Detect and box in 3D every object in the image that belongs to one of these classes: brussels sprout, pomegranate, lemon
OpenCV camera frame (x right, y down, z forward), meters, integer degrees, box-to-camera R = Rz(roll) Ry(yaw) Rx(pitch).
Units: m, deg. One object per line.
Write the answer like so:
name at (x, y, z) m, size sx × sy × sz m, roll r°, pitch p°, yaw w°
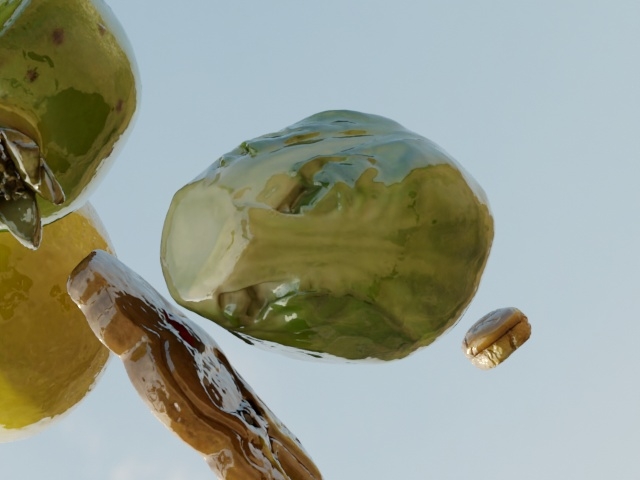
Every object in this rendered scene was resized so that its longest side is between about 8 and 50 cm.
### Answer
brussels sprout at (0.000, 0.000, 1.569) m, size 0.271 × 0.219 × 0.210 m, roll 2°, pitch -71°, yaw -38°
pomegranate at (-0.280, -0.110, 1.659) m, size 0.341 × 0.260 × 0.260 m, roll -108°, pitch 14°, yaw -50°
lemon at (-0.380, 0.066, 2.174) m, size 0.348 × 0.348 × 0.348 m, roll -40°, pitch -39°, yaw -43°

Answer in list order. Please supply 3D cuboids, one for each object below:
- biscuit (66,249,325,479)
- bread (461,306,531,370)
biscuit at (-0.092, 0.124, 1.549) m, size 0.044 × 0.295 × 0.186 m, roll -40°, pitch 10°, yaw 8°
bread at (0.183, 0.100, 1.996) m, size 0.081 × 0.046 × 0.083 m, roll -37°, pitch 2°, yaw 25°
